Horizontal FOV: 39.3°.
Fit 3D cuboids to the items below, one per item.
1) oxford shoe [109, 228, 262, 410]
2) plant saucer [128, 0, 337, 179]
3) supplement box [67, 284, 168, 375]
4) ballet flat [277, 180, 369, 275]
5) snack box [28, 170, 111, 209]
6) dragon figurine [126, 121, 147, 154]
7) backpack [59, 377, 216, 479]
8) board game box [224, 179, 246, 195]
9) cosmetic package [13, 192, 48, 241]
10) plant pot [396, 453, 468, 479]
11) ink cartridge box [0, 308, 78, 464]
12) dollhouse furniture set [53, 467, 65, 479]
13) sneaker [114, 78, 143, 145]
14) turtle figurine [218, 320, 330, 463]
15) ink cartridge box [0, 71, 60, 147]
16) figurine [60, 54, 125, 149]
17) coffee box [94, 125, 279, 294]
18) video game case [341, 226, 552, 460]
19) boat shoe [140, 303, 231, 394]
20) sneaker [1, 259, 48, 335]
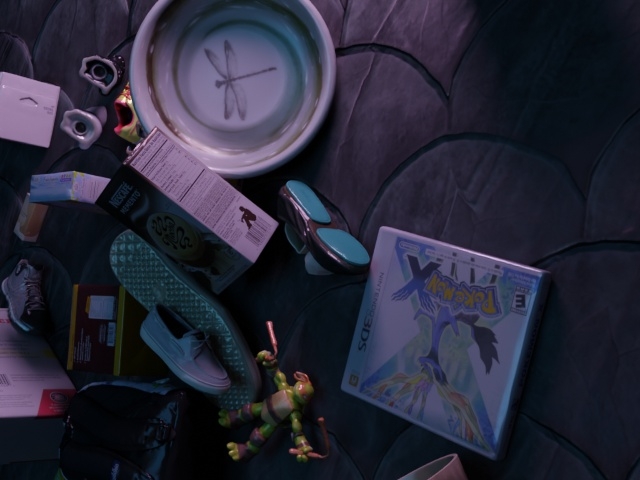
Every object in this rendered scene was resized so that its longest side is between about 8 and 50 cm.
[{"bbox_3d":[-0.254,0.149,1.811,0.169,0.130,0.449,-47,71,20],"label":"oxford shoe"},{"bbox_3d":[-0.164,-0.316,1.732,0.400,0.100,0.400,0,91,6],"label":"plant saucer"},{"bbox_3d":[-0.439,0.195,1.957,0.194,0.129,0.191,-2,83,42],"label":"supplement box"},{"bbox_3d":[0.000,0.000,1.626,0.280,0.095,0.096,53,128,44],"label":"ballet flat"},{"bbox_3d":[-0.518,-0.104,2.017,0.174,0.207,0.070,0,84,41],"label":"snack box"},{"bbox_3d":[-0.318,-0.220,1.934,0.289,0.144,0.085,-33,61,54],"label":"dragon figurine"},{"bbox_3d":[-0.375,0.415,1.804,0.355,0.273,0.290,3,82,28],"label":"backpack"},{"bbox_3d":[-0.237,-0.259,1.814,0.208,0.056,0.347,7,89,4],"label":"board game box"},{"bbox_3d":[-0.752,-0.060,2.332,0.060,0.041,0.115,33,106,40],"label":"cosmetic package"},{"bbox_3d":[0.162,0.501,1.326,0.256,0.256,0.274,-36,79,33],"label":"plant pot"},{"bbox_3d":[-0.771,0.341,2.137,0.385,0.279,0.160,46,115,36],"label":"ink cartridge box"},{"bbox_3d":[-0.588,0.650,2.012,0.301,0.151,0.197,49,116,35],"label":"dollhouse furniture set"},{"bbox_3d":[-0.424,-0.324,2.040,0.081,0.094,0.208,-4,81,42],"label":"sneaker"},{"bbox_3d":[-0.088,0.303,1.654,0.217,0.087,0.269,-35,71,25],"label":"turtle figurine"},{"bbox_3d":[-0.830,-0.346,2.354,0.232,0.171,0.168,11,91,43],"label":"ink cartridge box"},{"bbox_3d":[-0.517,-0.331,2.089,0.209,0.092,0.215,-97,30,-75],"label":"figurine"},{"bbox_3d":[-0.253,-0.052,1.692,0.168,0.297,0.119,-40,16,51],"label":"coffee box"},{"bbox_3d":[0.192,0.155,1.460,0.329,0.036,0.300,17,96,42],"label":"video game case"},{"bbox_3d":[-0.252,0.201,1.698,0.227,0.079,0.081,36,115,24],"label":"boat shoe"},{"bbox_3d":[-0.731,0.128,2.260,0.229,0.086,0.132,46,112,37],"label":"sneaker"}]
